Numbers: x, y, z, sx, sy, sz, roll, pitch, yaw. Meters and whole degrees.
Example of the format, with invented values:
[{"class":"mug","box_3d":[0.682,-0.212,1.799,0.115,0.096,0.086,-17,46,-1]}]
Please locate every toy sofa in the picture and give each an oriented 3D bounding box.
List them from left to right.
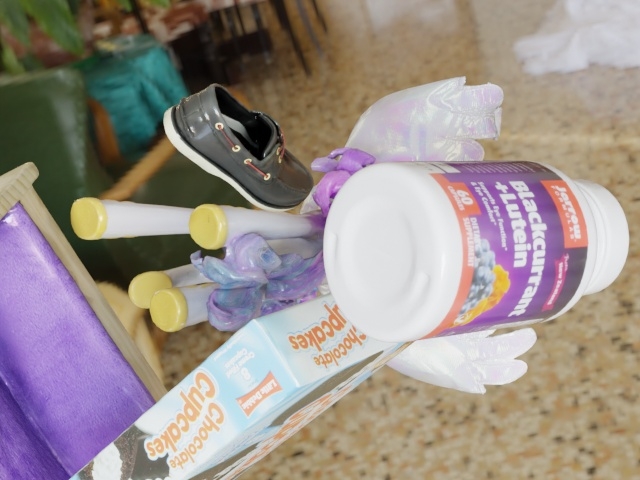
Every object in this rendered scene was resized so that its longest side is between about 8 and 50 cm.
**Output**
[{"class":"toy sofa","box_3d":[-0.256,0.129,1.142,0.150,0.362,0.177,-24,19,19]}]

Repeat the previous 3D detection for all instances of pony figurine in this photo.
[{"class":"pony figurine","box_3d":[0.000,0.000,1.196,0.363,0.303,0.351,-7,8,-43]}]

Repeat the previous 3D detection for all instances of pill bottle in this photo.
[{"class":"pill bottle","box_3d":[0.106,0.003,0.785,0.193,0.108,0.108,-4,10,-41]}]

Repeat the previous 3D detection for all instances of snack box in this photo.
[{"class":"snack box","box_3d":[-0.074,0.142,0.942,0.322,0.060,0.187,-42,-14,34]}]

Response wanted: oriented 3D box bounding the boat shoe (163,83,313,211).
[{"class":"boat shoe","box_3d":[-0.042,-0.057,0.793,0.042,0.133,0.049,-28,55,23]}]
